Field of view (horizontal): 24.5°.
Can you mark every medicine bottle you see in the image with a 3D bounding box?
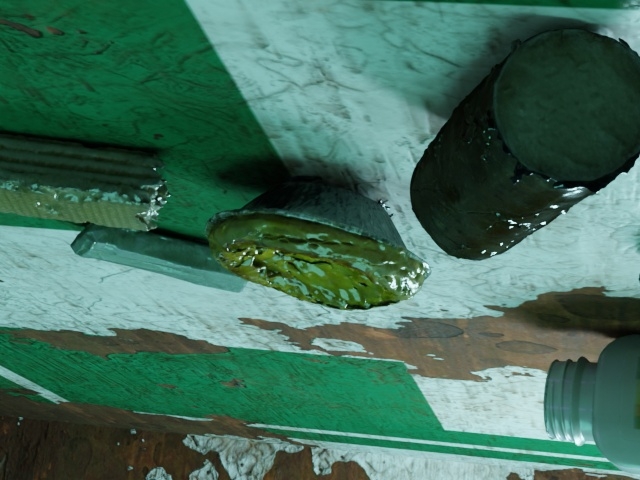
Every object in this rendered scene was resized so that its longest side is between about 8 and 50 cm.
[{"bbox_3d":[0.459,0.216,1.910,0.324,0.179,0.124,1,165,21],"label":"medicine bottle"}]

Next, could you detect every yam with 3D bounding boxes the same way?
[{"bbox_3d":[0.150,-0.066,1.135,0.131,0.131,0.279,10,166,-9],"label":"yam"}]

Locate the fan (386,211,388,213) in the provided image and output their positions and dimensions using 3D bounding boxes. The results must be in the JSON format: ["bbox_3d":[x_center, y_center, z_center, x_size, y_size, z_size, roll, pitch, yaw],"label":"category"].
[{"bbox_3d":[0.029,-0.033,1.534,0.083,0.004,0.056,2,164,23],"label":"fan"}]

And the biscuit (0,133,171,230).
[{"bbox_3d":[-0.269,-0.060,1.465,0.239,0.061,0.108,6,165,1],"label":"biscuit"}]

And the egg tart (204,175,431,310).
[{"bbox_3d":[0.000,0.000,1.487,0.234,0.094,0.234,11,165,3],"label":"egg tart"}]

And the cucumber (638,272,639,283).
[{"bbox_3d":[0.440,0.038,1.468,0.072,0.081,0.303,6,166,-35],"label":"cucumber"}]

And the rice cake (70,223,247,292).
[{"bbox_3d":[-0.180,0.018,1.753,0.226,0.040,0.085,14,163,-22],"label":"rice cake"}]
